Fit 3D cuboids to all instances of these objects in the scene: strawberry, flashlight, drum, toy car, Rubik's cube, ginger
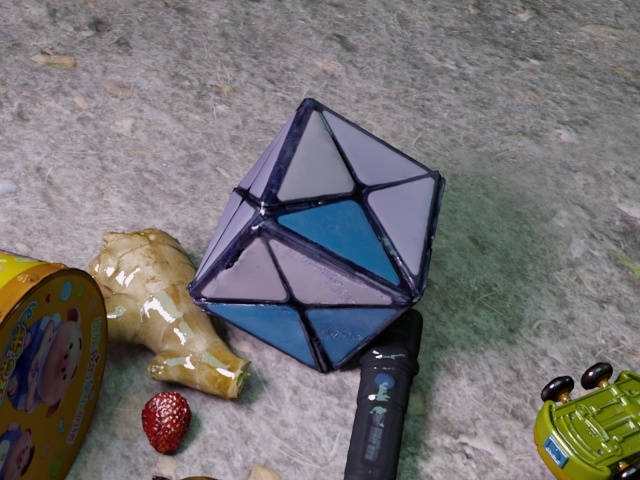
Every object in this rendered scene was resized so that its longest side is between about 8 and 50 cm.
[{"bbox_3d":[-0.252,0.295,1.452,0.083,0.083,0.097,-8,76,-9],"label":"strawberry"},{"bbox_3d":[0.094,0.283,1.456,0.103,0.103,0.424,9,48,7],"label":"flashlight"},{"bbox_3d":[-0.498,0.215,1.288,0.214,0.431,0.431,15,48,11],"label":"drum"},{"bbox_3d":[0.443,0.313,1.408,0.247,0.142,0.200,-11,48,-25],"label":"toy car"},{"bbox_3d":[0.000,0.000,1.520,0.305,0.307,0.310,31,47,-13],"label":"Rubik's cube"},{"bbox_3d":[-0.276,0.123,1.543,0.236,0.166,0.375,10,26,-40],"label":"ginger"}]

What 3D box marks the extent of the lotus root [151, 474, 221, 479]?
[{"bbox_3d":[-0.150,0.422,1.297,0.260,0.129,0.145,30,39,18],"label":"lotus root"}]
